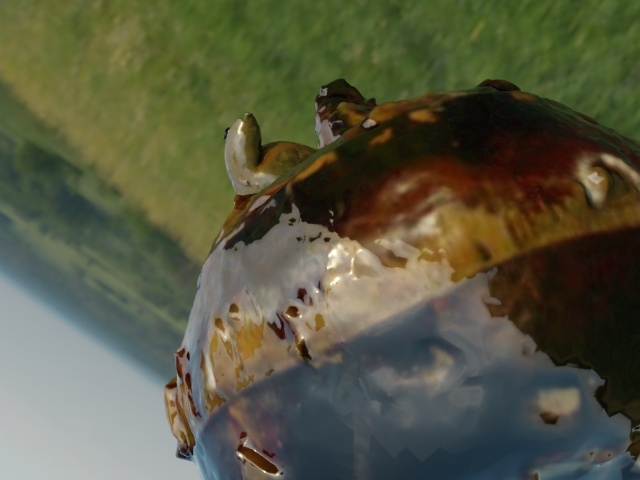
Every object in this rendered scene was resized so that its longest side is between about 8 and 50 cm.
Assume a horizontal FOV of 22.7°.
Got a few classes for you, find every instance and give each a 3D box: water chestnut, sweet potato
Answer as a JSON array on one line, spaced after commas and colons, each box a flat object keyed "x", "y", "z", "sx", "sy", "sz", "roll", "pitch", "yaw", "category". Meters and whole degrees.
[{"x": 0.056, "y": 0.030, "z": 0.797, "sx": 0.300, "sy": 0.300, "sz": 0.300, "roll": 34, "pitch": 173, "yaw": 5, "category": "water chestnut"}, {"x": 0.001, "y": -0.004, "z": 1.378, "sx": 0.098, "sy": 0.124, "sz": 0.310, "roll": 6, "pitch": 137, "yaw": 26, "category": "sweet potato"}]
